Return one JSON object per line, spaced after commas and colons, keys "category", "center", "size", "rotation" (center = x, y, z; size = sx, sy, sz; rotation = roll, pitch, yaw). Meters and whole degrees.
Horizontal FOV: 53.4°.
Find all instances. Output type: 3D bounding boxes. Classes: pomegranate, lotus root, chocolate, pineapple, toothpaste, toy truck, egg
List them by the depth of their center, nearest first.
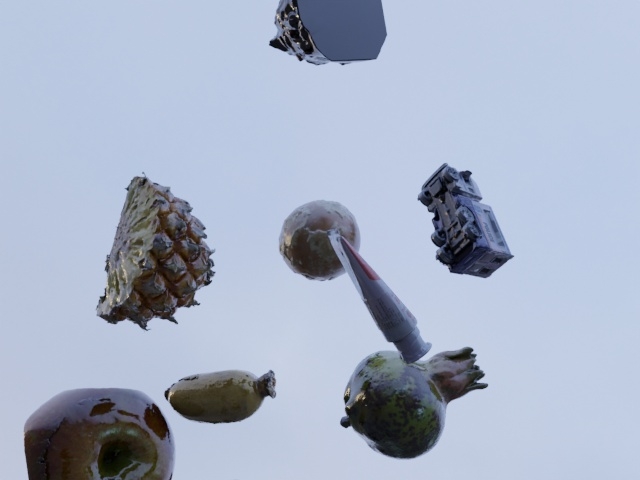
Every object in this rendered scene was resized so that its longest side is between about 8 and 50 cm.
{"category": "toothpaste", "center": [0.082, 0.081, 0.967], "size": [0.234, 0.057, 0.089], "rotation": [53, -9, -5]}
{"category": "chocolate", "center": [-0.017, -0.434, 1.240], "size": [0.177, 0.224, 0.206], "rotation": [-3, -80, 48]}
{"category": "pomegranate", "center": [0.173, 0.294, 1.248], "size": [0.204, 0.222, 0.276], "rotation": [32, -72, -24]}
{"category": "pineapple", "center": [-0.291, 0.042, 1.396], "size": [0.209, 0.344, 0.286], "rotation": [1, -15, 42]}
{"category": "egg", "center": [0.000, 0.000, 1.469], "size": [0.195, 0.195, 0.233], "rotation": [34, -9, -12]}
{"category": "toy truck", "center": [0.351, -0.050, 1.553], "size": [0.155, 0.268, 0.124], "rotation": [13, -42, -30]}
{"category": "lotus root", "center": [-0.253, 0.395, 1.605], "size": [0.303, 0.131, 0.146], "rotation": [-10, -14, 14]}

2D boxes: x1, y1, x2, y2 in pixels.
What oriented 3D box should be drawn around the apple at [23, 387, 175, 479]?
{"category": "apple", "center": [-0.554, 0.527, 1.564], "size": [0.384, 0.374, 0.374], "rotation": [43, -44, -20]}
